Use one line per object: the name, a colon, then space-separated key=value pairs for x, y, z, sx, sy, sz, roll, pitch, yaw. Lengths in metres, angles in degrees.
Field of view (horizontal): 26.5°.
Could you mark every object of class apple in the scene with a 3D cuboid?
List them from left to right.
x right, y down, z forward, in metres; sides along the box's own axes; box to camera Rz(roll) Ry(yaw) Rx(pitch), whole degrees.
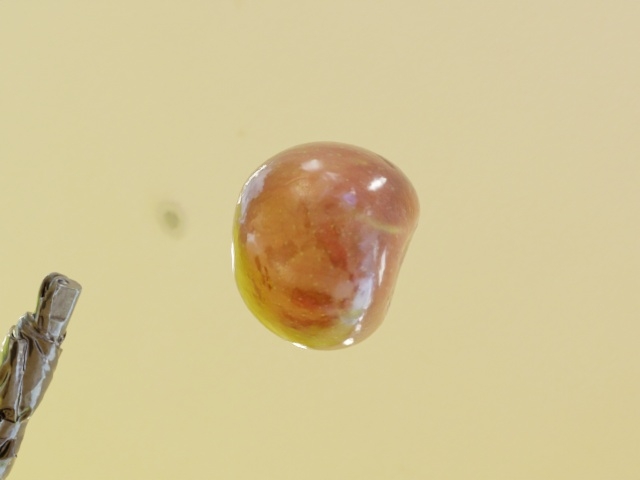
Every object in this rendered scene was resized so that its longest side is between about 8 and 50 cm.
apple: x=0.000 y=0.000 z=1.266 sx=0.162 sy=0.201 sz=0.201 roll=19 pitch=-56 yaw=5

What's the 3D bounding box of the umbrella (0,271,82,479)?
umbrella: x=-0.274 y=0.133 z=1.214 sx=0.236 sy=0.059 sz=0.066 roll=-66 pitch=-149 yaw=13
